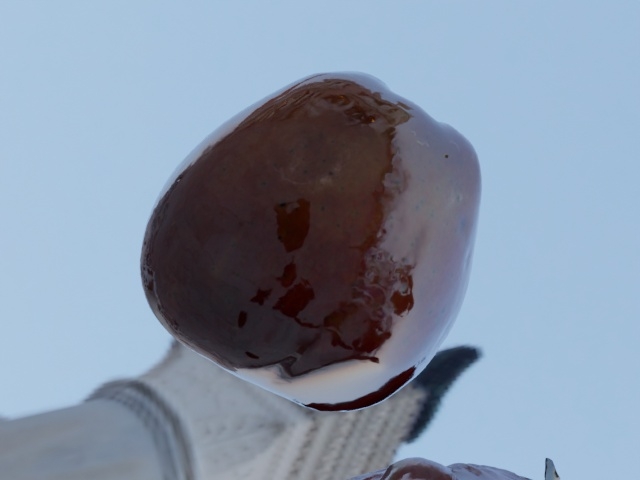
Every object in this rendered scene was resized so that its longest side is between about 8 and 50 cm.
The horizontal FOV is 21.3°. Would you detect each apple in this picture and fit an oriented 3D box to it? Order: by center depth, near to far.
[{"bbox_3d":[0.001,-0.003,0.837,0.156,0.147,0.158,33,-84,7],"label":"apple"}]

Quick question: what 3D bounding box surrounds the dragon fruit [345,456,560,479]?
[{"bbox_3d":[0.069,0.260,1.125,0.244,0.244,0.299,48,-20,24],"label":"dragon fruit"}]
